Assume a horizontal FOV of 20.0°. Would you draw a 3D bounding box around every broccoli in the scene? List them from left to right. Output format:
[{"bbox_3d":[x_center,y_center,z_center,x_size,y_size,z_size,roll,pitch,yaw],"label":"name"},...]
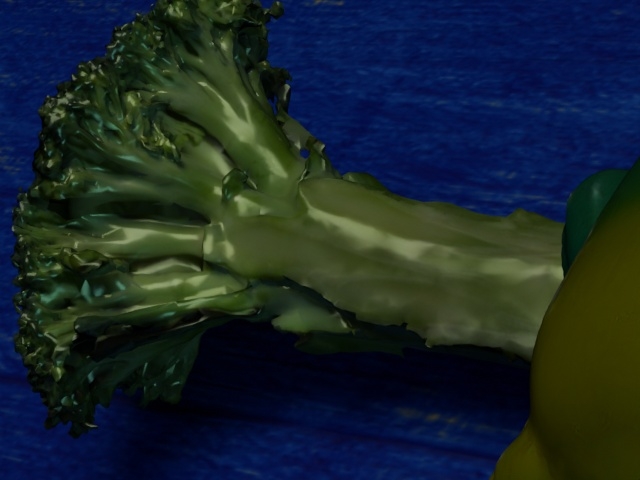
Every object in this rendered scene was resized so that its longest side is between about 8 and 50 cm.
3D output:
[{"bbox_3d":[0.008,-0.014,1.024,0.361,0.221,0.252,-4,47,15],"label":"broccoli"}]

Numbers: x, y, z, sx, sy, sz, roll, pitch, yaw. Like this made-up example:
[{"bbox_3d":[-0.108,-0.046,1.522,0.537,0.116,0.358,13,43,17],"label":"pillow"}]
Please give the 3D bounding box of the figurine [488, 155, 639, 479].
[{"bbox_3d":[0.224,0.025,0.779,0.323,0.231,0.340,5,41,40],"label":"figurine"}]
